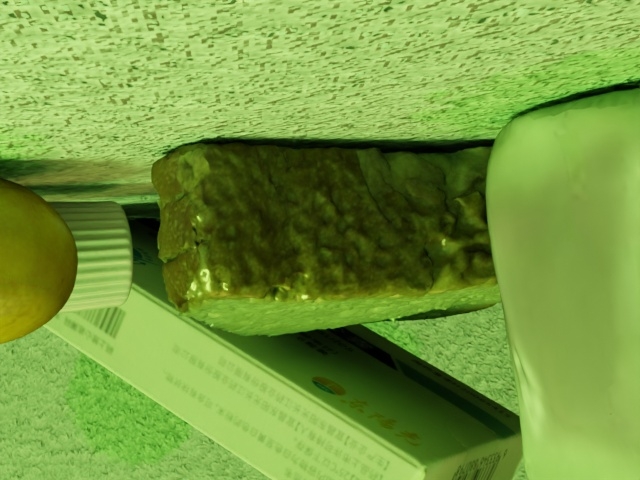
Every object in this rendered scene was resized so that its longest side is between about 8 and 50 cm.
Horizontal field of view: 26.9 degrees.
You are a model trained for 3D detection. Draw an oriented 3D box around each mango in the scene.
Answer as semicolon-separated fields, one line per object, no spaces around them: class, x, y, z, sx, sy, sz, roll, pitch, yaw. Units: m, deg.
mango;-0.207;0.009;0.673;0.178;0.090;0.115;3;162;-45

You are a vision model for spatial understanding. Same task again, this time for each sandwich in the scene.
sandwich;0.001;0.005;0.807;0.288;0.100;0.254;-3;176;-33

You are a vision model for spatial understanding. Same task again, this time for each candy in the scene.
candy;0.264;0.025;0.711;0.358;0.208;0.145;-4;-177;-29

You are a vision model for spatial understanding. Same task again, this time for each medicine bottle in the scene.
medicine bottle;-0.215;0.013;0.787;0.203;0.083;0.083;-6;177;-22

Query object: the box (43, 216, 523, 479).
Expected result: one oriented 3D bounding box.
box;-0.039;0.083;0.935;0.343;0.065;0.200;29;-167;25
